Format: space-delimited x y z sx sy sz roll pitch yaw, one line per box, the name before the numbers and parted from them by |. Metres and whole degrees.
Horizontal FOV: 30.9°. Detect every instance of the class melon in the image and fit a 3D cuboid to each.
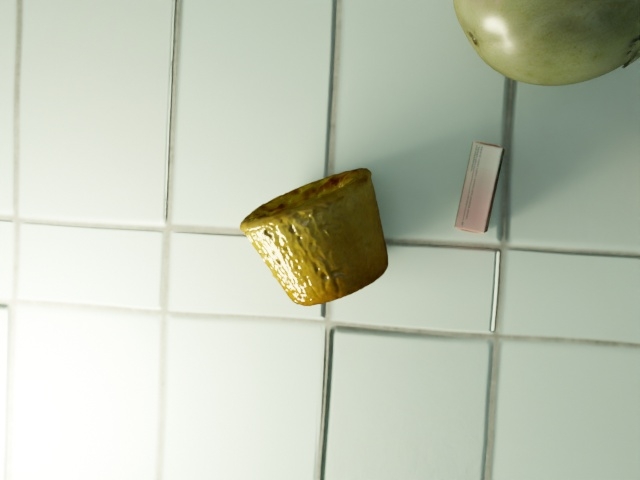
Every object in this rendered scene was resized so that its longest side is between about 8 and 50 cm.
melon | 0.336 -0.344 1.489 0.330 0.268 0.269 -31 86 -1

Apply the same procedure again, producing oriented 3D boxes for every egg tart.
egg tart | 0.000 0.000 1.626 0.202 0.202 0.147 -19 102 12

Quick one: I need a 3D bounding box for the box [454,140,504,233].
box | 0.222 -0.074 1.615 0.043 0.089 0.125 12 96 10
